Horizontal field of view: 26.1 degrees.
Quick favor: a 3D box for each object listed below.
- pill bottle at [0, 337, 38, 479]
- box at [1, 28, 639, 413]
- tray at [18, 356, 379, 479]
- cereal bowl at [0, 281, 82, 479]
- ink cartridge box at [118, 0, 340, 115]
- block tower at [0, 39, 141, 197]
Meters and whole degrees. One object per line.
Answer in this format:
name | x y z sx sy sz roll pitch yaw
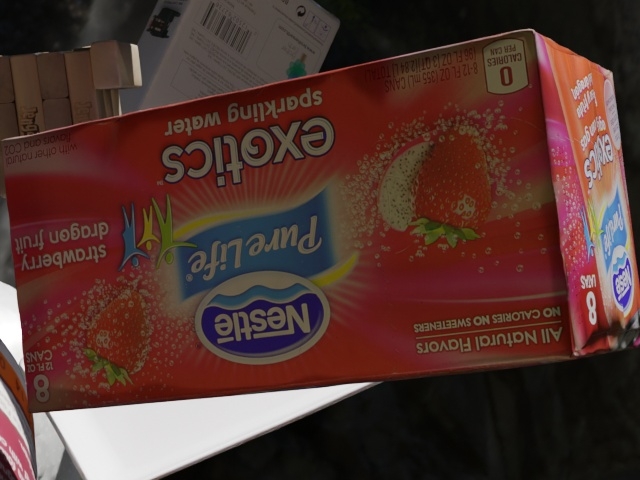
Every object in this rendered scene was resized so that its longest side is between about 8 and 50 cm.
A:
pill bottle | -0.231 0.195 0.600 0.224 0.392 0.224 -6 -60 -11
box | 0.000 0.000 0.607 0.256 0.128 0.122 -8 -4 25
tray | -0.053 0.083 0.936 0.145 0.270 0.030 48 -30 40
cereal bowl | -0.277 0.210 1.159 0.141 0.339 0.339 19 -38 -5
ink cartridge box | -0.112 -0.123 1.345 0.065 0.311 0.186 13 -13 44
block tower | -0.285 -0.068 0.890 0.335 0.091 0.097 -6 -82 1
